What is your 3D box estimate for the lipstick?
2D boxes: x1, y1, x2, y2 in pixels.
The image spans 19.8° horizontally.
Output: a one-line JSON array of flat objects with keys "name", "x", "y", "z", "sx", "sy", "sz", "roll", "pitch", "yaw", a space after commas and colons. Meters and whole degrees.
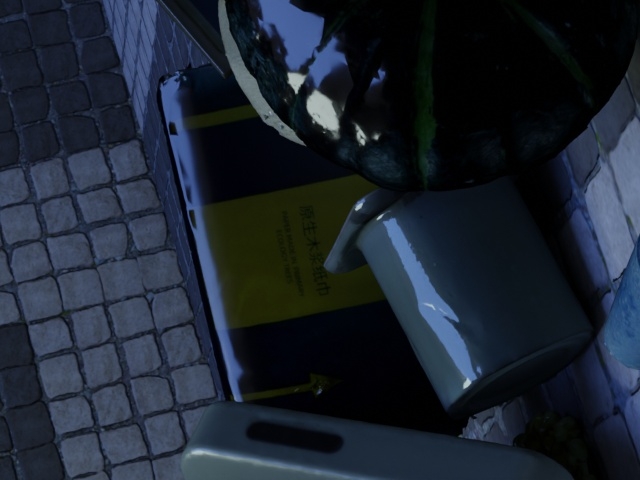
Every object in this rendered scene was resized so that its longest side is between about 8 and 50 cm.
[{"name": "lipstick", "x": 0.255, "y": 0.006, "z": 1.280, "sx": 0.274, "sy": 0.061, "sz": 0.068, "roll": 99, "pitch": 157, "yaw": -60}]

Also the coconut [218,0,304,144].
[{"name": "coconut", "x": 0.048, "y": -0.188, "z": 1.541, "sx": 0.247, "sy": 0.245, "sz": 0.245, "roll": 17, "pitch": 121, "yaw": 59}]

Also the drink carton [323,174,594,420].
[{"name": "drink carton", "x": 0.136, "y": 0.034, "z": 1.594, "sx": 0.189, "sy": 0.191, "sz": 0.185, "roll": 61, "pitch": 159, "yaw": 19}]

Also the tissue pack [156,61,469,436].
[{"name": "tissue pack", "x": 0.000, "y": 0.000, "z": 1.840, "sx": 0.264, "sy": 0.253, "sz": 0.416, "roll": -53, "pitch": -51, "yaw": -83}]

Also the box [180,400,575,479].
[{"name": "box", "x": 0.080, "y": 0.307, "z": 1.690, "sx": 0.090, "sy": 0.367, "sz": 0.373, "roll": -60, "pitch": -34, "yaw": -37}]

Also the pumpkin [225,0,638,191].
[{"name": "pumpkin", "x": 0.075, "y": -0.187, "z": 1.295, "sx": 0.238, "sy": 0.315, "sz": 0.315, "roll": 82, "pitch": 172, "yaw": -76}]

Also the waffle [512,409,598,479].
[{"name": "waffle", "x": 0.228, "y": 0.248, "z": 1.704, "sx": 0.169, "sy": 0.036, "sz": 0.183, "roll": 127, "pitch": 128, "yaw": -71}]

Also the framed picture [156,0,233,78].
[{"name": "framed picture", "x": -0.050, "y": -0.297, "z": 1.721, "sx": 0.189, "sy": 0.260, "sz": 0.023, "roll": 50, "pitch": 173, "yaw": 11}]
